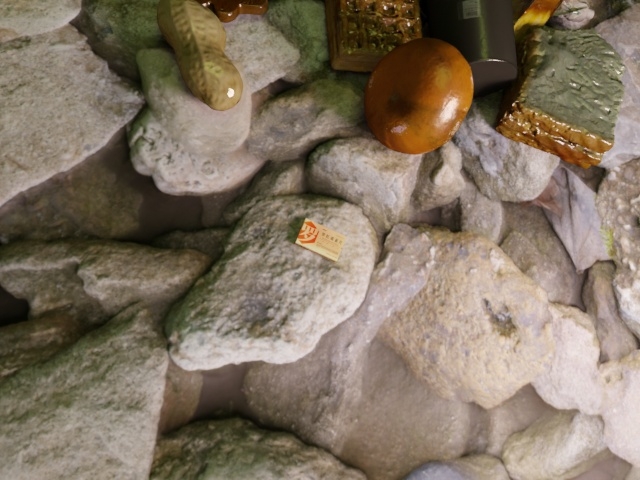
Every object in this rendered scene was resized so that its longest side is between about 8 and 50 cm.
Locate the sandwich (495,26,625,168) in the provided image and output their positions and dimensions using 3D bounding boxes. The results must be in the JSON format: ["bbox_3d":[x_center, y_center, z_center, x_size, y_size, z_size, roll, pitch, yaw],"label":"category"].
[{"bbox_3d":[0.570,-0.357,1.386,0.262,0.131,0.326,22,66,-4],"label":"sandwich"}]

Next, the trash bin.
[{"bbox_3d":[0.340,-0.513,1.343,0.214,0.214,0.334,-3,78,-15],"label":"trash bin"}]

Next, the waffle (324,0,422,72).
[{"bbox_3d":[0.121,-0.526,1.354,0.212,0.091,0.308,2,71,-14],"label":"waffle"}]

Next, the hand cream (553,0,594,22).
[{"bbox_3d":[0.589,-0.597,1.521,0.256,0.050,0.084,4,73,-10],"label":"hand cream"}]

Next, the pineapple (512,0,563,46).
[{"bbox_3d":[0.485,-0.575,1.389,0.114,0.186,0.237,-11,116,-24],"label":"pineapple"}]

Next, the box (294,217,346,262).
[{"bbox_3d":[0.000,0.000,1.181,0.093,0.015,0.058,25,69,-5],"label":"box"}]

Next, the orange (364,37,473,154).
[{"bbox_3d":[0.205,-0.296,1.225,0.171,0.240,0.240,6,66,-46],"label":"orange"}]

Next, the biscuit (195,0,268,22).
[{"bbox_3d":[-0.234,-0.552,1.299,0.236,0.039,0.180,2,64,-13],"label":"biscuit"}]

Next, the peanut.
[{"bbox_3d":[-0.240,-0.385,1.208,0.125,0.111,0.275,-22,81,-24],"label":"peanut"}]
